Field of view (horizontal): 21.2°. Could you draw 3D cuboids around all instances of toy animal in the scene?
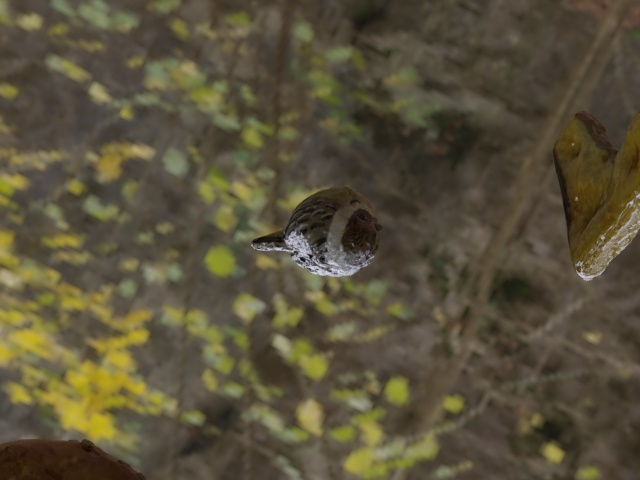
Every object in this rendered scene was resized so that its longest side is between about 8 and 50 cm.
[{"bbox_3d":[0.000,0.000,1.821,0.098,0.137,0.098,160,90,-82],"label":"toy animal"}]

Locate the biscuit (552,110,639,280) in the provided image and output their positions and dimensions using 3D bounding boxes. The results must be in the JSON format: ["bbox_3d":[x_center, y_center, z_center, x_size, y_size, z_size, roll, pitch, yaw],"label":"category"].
[{"bbox_3d":[0.273,-0.074,1.573,0.039,0.174,0.183,14,142,-19],"label":"biscuit"}]

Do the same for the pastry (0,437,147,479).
[{"bbox_3d":[-0.311,0.389,2.036,0.315,0.284,0.184,33,156,18],"label":"pastry"}]
